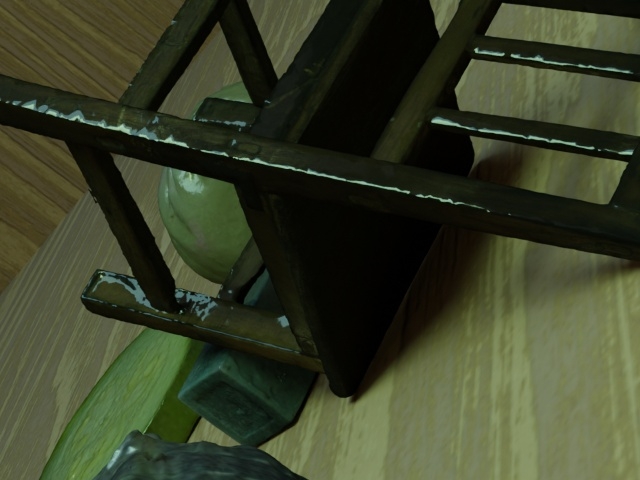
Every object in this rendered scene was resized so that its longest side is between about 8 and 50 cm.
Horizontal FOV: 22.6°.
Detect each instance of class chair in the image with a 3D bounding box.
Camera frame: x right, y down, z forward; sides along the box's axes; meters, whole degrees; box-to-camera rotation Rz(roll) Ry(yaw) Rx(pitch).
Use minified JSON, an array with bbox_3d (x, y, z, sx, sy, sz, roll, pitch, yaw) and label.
[{"bbox_3d":[0.035,-0.042,0.944,0.203,0.416,0.241,-60,-30,-28],"label":"chair"}]

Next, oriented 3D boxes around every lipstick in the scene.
[{"bbox_3d":[0.000,0.000,1.153,0.068,0.066,0.317,-37,20,50],"label":"lipstick"}]

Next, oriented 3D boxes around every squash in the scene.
[{"bbox_3d":[-0.165,0.167,1.353,0.252,0.049,0.252,-47,16,18],"label":"squash"}]

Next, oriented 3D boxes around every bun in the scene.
[{"bbox_3d":[-0.062,-0.057,1.323,0.193,0.128,0.178,-68,-1,-74],"label":"bun"}]

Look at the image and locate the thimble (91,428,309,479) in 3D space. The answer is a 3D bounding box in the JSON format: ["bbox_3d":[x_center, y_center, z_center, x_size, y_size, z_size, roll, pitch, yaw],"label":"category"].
[{"bbox_3d":[-0.060,0.169,0.750,0.150,0.150,0.098,-50,12,12],"label":"thimble"}]
